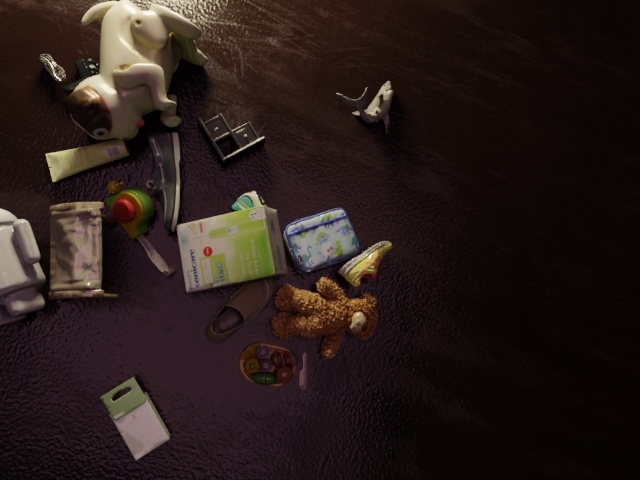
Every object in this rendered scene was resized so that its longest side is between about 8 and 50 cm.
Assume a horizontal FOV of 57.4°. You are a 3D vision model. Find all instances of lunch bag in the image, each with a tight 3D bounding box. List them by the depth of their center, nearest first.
[{"bbox_3d":[0.000,0.000,1.846,0.219,0.090,0.176,-17,82,-13],"label":"lunch bag"}]

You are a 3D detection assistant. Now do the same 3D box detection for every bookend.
[{"bbox_3d":[-0.282,-0.341,1.853,0.157,0.072,0.156,-30,88,-13],"label":"bookend"}]

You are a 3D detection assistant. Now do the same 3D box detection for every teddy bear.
[{"bbox_3d":[0.015,0.235,1.802,0.338,0.113,0.245,24,81,-6],"label":"teddy bear"}]

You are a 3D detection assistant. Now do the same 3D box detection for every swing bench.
[{"bbox_3d":[-0.670,0.040,1.634,0.165,0.254,0.253,-1,82,-10],"label":"swing bench"}]

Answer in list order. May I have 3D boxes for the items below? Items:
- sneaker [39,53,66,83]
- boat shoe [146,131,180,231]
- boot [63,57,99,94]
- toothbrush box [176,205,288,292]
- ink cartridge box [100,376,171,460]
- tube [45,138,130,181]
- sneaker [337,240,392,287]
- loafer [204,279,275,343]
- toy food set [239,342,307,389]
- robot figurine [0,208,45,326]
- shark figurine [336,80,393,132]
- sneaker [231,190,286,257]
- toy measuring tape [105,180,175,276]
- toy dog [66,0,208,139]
[{"bbox_3d":[-0.818,-0.524,1.799,0.040,0.044,0.109,-35,84,-17],"label":"sneaker"},{"bbox_3d":[-0.477,-0.179,1.771,0.099,0.116,0.319,0,74,-17],"label":"boat shoe"},{"bbox_3d":[-0.743,-0.509,1.811,0.121,0.045,0.099,-14,87,-19],"label":"boot"},{"bbox_3d":[-0.260,0.030,1.727,0.283,0.122,0.206,-11,84,15],"label":"toothbrush box"},{"bbox_3d":[-0.532,0.511,1.687,0.109,0.062,0.209,-31,88,-13],"label":"ink cartridge box"},{"bbox_3d":[-0.707,-0.255,1.777,0.240,0.062,0.070,-18,42,-7],"label":"tube"},{"bbox_3d":[0.157,0.078,1.853,0.208,0.081,0.094,-33,81,-22],"label":"sneaker"},{"bbox_3d":[-0.237,0.208,1.769,0.102,0.092,0.268,43,77,-2],"label":"loafer"},{"bbox_3d":[-0.137,0.382,1.772,0.218,0.071,0.128,11,80,-9],"label":"toy food set"},{"bbox_3d":[-0.903,0.056,1.618,0.300,0.200,0.353,-28,87,13],"label":"robot figurine"},{"bbox_3d":[0.146,-0.427,1.915,0.116,0.278,0.166,10,113,28],"label":"shark figurine"},{"bbox_3d":[-0.186,-0.017,1.824,0.110,0.107,0.275,-27,82,6],"label":"sneaker"},{"bbox_3d":[-0.520,-0.050,1.744,0.121,0.121,0.330,-37,92,-13],"label":"toy measuring tape"},{"bbox_3d":[-0.573,-0.483,1.716,0.395,0.284,0.408,29,82,-12],"label":"toy dog"}]
